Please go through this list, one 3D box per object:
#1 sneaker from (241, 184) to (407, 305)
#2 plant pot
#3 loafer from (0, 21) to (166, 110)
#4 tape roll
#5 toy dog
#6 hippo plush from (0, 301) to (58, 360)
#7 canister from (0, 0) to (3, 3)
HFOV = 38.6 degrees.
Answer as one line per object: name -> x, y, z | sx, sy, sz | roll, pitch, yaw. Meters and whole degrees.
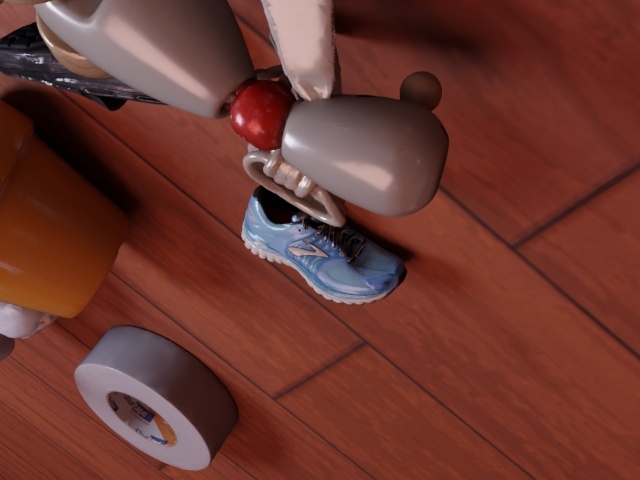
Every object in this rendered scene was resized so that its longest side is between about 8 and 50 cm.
sneaker -> 0.000, 0.000, 0.801 | 0.162, 0.063, 0.073 | 23, 141, 16
plant pot -> -0.311, -0.016, 0.944 | 0.188, 0.205, 0.205 | 31, 148, -21
loafer -> -0.189, -0.146, 0.773 | 0.223, 0.076, 0.078 | 7, 129, 29
tape roll -> -0.222, 0.214, 1.233 | 0.219, 0.072, 0.219 | 23, 144, 18
toy dog -> -0.059, -0.155, 0.598 | 0.333, 0.161, 0.220 | 31, 173, -12
hippo plush -> -0.450, 0.037, 1.150 | 0.236, 0.234, 0.294 | -31, 130, 21
canister -> -0.357, -0.234, 0.769 | 0.170, 0.126, 0.073 | 20, 143, 18
